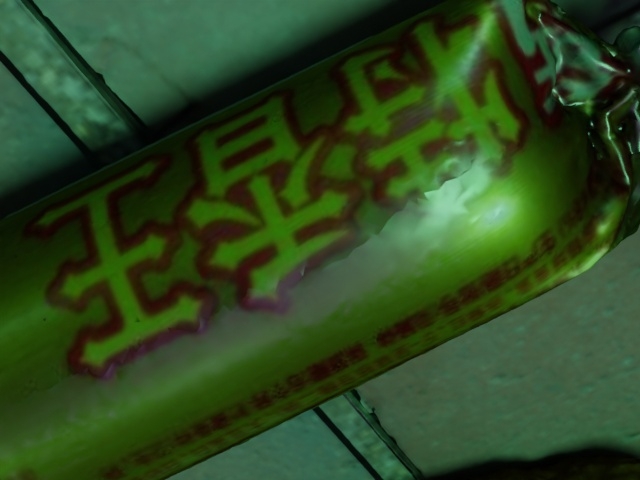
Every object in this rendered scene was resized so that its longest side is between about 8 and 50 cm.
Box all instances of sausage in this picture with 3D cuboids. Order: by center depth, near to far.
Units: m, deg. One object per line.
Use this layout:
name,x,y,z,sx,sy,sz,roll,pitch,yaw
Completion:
sausage,0.001,0.002,0.552,0.317,0.117,0.125,-25,88,10

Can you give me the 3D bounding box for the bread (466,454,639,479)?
bread,0.100,0.214,0.730,0.246,0.135,0.232,-15,129,1
